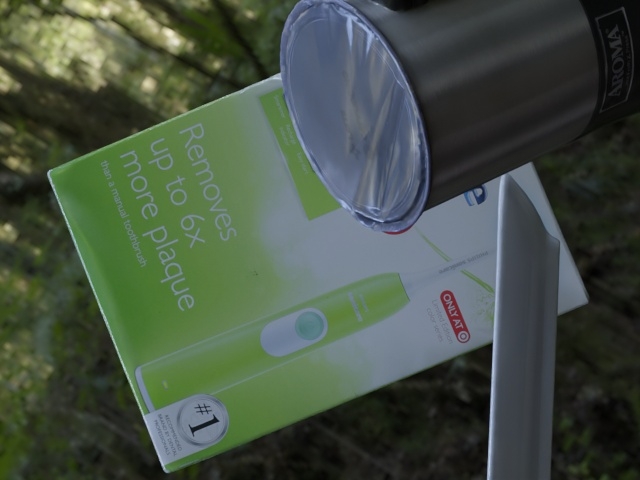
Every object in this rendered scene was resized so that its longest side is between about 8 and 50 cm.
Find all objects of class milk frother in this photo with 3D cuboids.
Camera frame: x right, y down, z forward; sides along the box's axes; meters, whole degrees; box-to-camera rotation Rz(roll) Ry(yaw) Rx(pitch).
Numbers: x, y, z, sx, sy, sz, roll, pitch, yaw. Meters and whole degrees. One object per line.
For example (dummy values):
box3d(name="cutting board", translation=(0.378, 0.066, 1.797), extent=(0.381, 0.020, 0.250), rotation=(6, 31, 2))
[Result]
box3d(name="milk frother", translation=(0.042, -0.088, 0.549), extent=(0.134, 0.143, 0.129), rotation=(-24, -75, -27))

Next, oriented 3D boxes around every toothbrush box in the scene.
box3d(name="toothbrush box", translation=(0.000, 0.000, 0.973), extent=(0.283, 0.206, 0.122), rotation=(-22, -5, 2))

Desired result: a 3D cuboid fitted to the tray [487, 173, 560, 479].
box3d(name="tray", translation=(0.094, 0.111, 0.712), extent=(0.145, 0.030, 0.270), rotation=(38, -126, -82))
